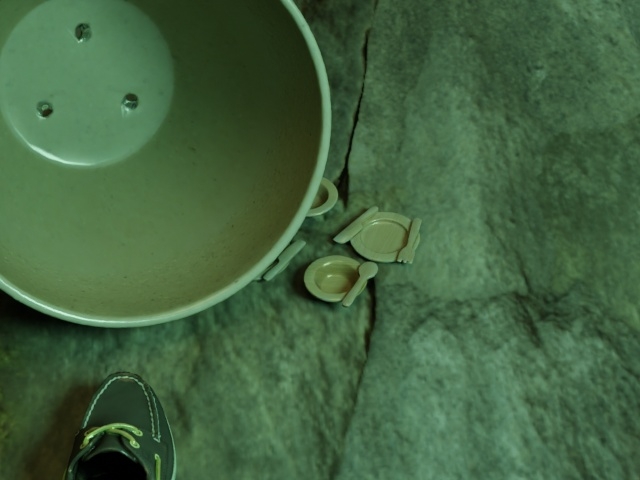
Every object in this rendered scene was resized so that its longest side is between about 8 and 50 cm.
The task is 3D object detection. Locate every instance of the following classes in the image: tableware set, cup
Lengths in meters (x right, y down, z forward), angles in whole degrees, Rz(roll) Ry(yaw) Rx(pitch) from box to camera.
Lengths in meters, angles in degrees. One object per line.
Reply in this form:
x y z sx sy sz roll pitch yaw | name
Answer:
0.000 0.000 1.410 0.168 0.020 0.141 21 49 22 | tableware set
-0.183 -0.119 1.364 0.331 0.331 0.237 -15 21 -14 | cup

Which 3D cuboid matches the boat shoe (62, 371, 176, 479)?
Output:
-0.153 0.181 1.193 0.081 0.069 0.228 -2 44 0 | boat shoe
